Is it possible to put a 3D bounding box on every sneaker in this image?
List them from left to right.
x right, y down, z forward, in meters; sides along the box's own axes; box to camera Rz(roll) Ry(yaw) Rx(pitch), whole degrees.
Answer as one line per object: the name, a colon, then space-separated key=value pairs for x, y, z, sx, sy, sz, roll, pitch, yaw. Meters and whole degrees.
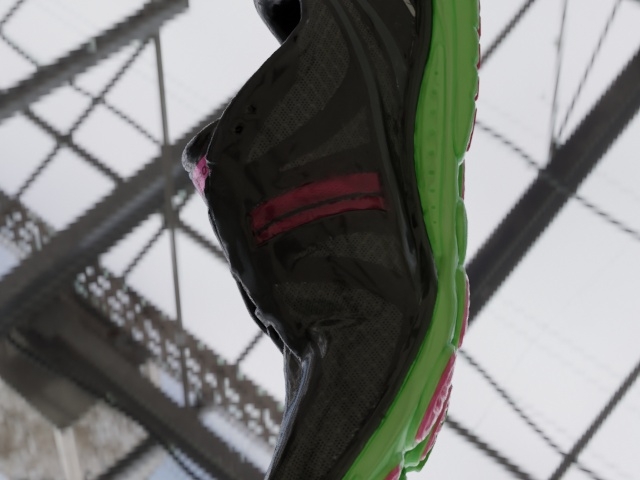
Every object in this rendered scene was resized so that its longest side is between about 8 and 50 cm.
sneaker: x=0.000 y=0.000 z=1.224 sx=0.202 sy=0.185 sz=0.483 roll=6 pitch=-122 yaw=0
